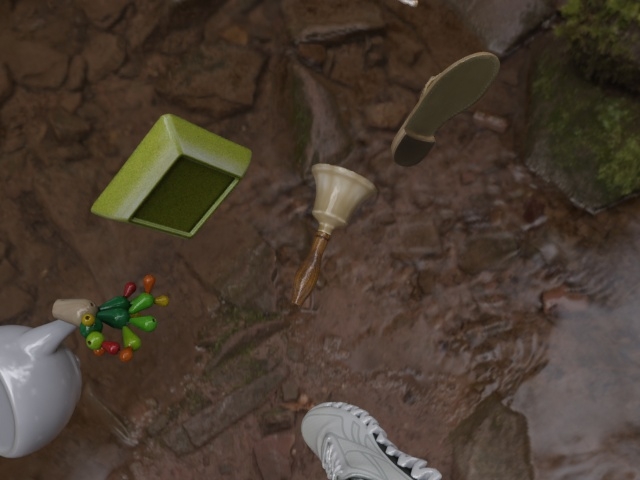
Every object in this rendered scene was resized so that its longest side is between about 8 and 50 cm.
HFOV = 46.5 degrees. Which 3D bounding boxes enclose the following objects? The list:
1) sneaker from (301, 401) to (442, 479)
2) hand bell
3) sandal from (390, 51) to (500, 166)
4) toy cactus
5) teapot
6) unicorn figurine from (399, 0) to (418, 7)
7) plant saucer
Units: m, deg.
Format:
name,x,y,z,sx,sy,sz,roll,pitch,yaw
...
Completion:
name,x,y,z,sx,sy,sz,roll,pitch,yaw
sneaker,0.053,0.331,1.095,0.118,0.110,0.292,-10,22,-36
hand bell,0.000,0.000,1.310,0.126,0.126,0.242,20,78,7
sandal,0.185,-0.229,1.201,0.088,0.240,0.079,16,42,-27
toy cactus,-0.366,0.123,1.264,0.180,0.112,0.219,8,28,8
teapot,-0.529,0.262,1.369,0.187,0.256,0.253,-22,102,-49
unicorn figurine,0.107,-0.350,0.978,0.162,0.060,0.111,-6,39,-46
plant saucer,-0.205,-0.075,1.090,0.188,0.188,0.045,-48,57,16
